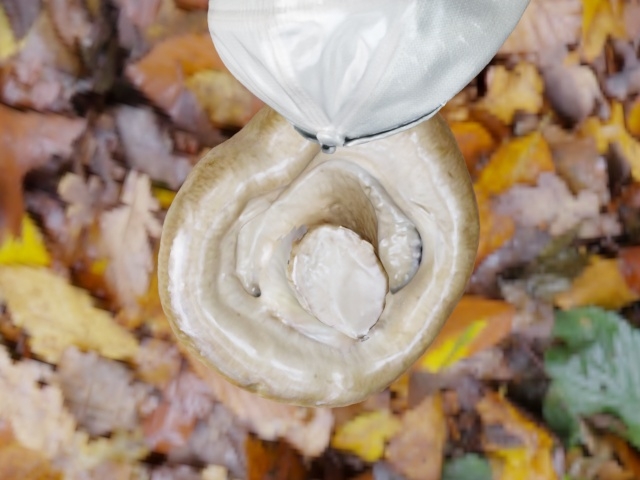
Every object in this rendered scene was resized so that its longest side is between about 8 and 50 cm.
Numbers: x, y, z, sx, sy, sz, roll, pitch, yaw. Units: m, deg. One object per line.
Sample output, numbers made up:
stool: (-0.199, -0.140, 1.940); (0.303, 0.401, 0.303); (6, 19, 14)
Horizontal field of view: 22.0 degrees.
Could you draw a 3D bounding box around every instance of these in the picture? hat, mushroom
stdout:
hat: (-0.010, -0.184, 0.973); (0.219, 0.164, 0.226); (1, 142, 38)
mushroom: (0.000, 0.000, 1.317); (0.278, 0.146, 0.278); (-5, 108, -16)
